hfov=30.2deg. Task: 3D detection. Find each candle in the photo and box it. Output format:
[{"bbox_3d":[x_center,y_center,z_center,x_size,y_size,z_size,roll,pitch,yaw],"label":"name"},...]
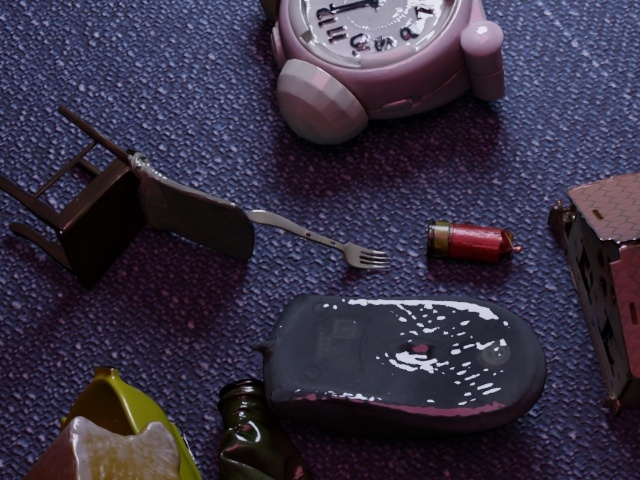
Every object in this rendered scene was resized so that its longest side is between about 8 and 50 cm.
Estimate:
[{"bbox_3d":[0.210,0.004,1.616,0.131,0.052,0.052,6,64,6],"label":"candle"}]

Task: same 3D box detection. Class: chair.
[{"bbox_3d":[-0.269,-0.028,1.611,0.319,0.160,0.186,32,64,19],"label":"chair"}]

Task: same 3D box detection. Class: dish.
[{"bbox_3d":[-0.222,0.292,1.450,0.108,0.221,0.262,6,44,-38],"label":"dish"}]

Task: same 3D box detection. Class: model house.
[{"bbox_3d":[0.409,0.034,1.480,0.169,0.244,0.326,-11,62,1],"label":"model house"}]

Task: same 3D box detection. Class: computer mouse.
[{"bbox_3d":[0.095,0.166,1.500,0.371,0.122,0.188,6,52,7],"label":"computer mouse"}]

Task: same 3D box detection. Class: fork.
[{"bbox_3d":[-0.003,0.001,1.592,0.219,0.028,0.034,18,68,-27],"label":"fork"}]

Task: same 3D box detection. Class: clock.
[{"bbox_3d":[0.080,-0.315,1.721,0.326,0.184,0.342,-12,58,3],"label":"clock"}]

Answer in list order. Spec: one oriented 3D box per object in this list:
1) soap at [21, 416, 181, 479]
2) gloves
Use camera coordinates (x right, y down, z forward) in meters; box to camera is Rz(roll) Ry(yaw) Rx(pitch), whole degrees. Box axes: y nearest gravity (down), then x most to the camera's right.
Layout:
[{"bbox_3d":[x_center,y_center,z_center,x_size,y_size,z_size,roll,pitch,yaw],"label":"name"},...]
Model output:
[{"bbox_3d":[-0.257,0.397,1.271,0.156,0.335,0.293,14,43,-35],"label":"soap"},{"bbox_3d":[-0.064,0.291,1.457,0.107,0.135,0.268,-52,43,24],"label":"gloves"}]
